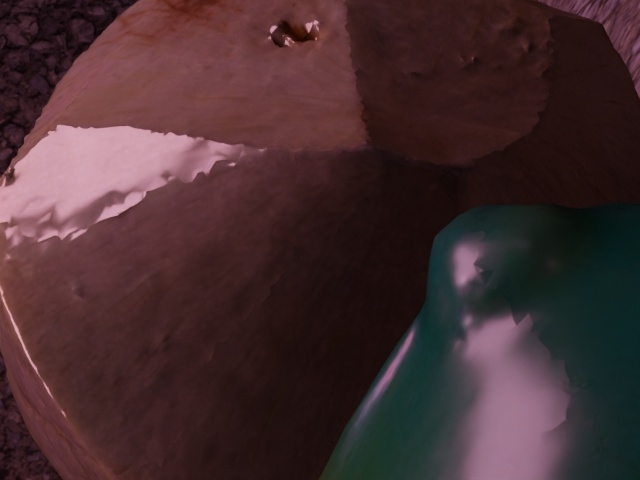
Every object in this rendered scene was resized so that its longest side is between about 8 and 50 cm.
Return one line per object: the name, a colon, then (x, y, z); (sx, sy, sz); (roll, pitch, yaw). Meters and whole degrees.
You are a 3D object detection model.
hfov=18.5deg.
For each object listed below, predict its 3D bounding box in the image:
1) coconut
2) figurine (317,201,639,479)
coconut: (0.000, 0.000, 1.113); (0.415, 0.344, 0.415); (-57, 4, 6)
figurine: (0.086, 0.108, 0.543); (0.340, 0.231, 0.323); (-50, 14, 14)
